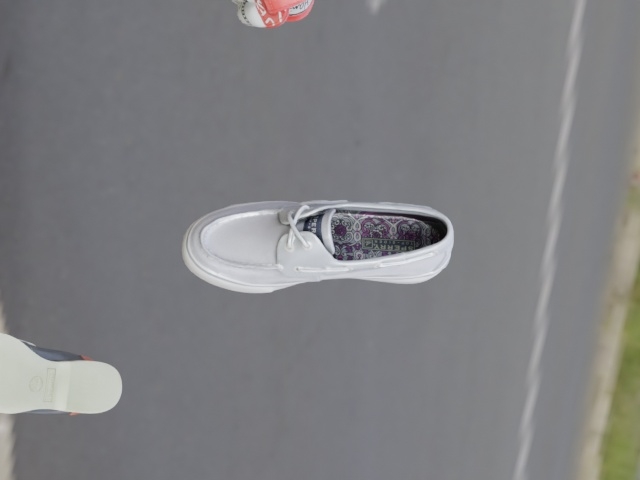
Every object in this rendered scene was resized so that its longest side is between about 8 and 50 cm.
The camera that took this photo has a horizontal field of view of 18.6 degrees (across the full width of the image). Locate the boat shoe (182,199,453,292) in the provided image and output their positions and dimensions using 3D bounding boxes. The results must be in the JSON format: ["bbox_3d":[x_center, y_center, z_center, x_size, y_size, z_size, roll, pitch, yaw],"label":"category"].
[{"bbox_3d":[0.000,0.000,1.321,0.063,0.184,0.066,107,-12,-68],"label":"boat shoe"}]

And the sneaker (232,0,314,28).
[{"bbox_3d":[-0.030,-0.225,1.233,0.090,0.145,0.270,-30,174,-14],"label":"sneaker"}]

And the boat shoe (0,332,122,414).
[{"bbox_3d":[-0.188,0.083,1.214,0.137,0.043,0.049,13,87,-41],"label":"boat shoe"}]
